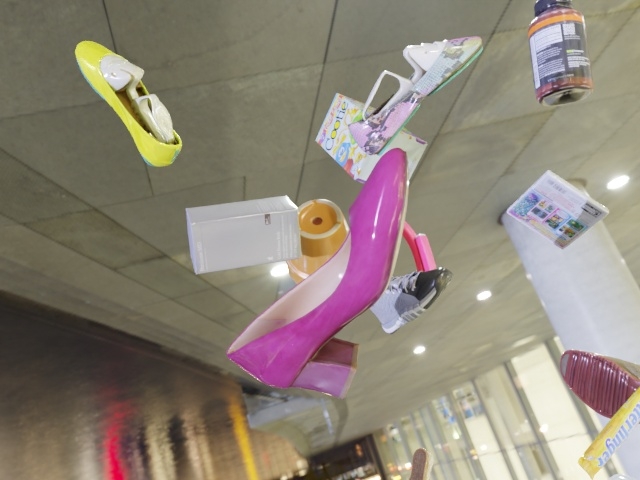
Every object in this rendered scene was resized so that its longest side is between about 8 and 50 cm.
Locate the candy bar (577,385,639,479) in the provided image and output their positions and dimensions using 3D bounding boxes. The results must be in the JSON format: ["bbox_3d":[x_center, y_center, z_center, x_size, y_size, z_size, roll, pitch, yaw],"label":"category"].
[{"bbox_3d":[0.411,0.254,0.807,0.161,0.040,0.018,-47,-164,-4],"label":"candy bar"}]

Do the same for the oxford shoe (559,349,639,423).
[{"bbox_3d":[0.677,0.322,1.256,0.130,0.123,0.348,-4,-164,-30],"label":"oxford shoe"}]

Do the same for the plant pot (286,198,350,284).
[{"bbox_3d":[0.000,0.000,1.542,0.205,0.205,0.188,-17,143,-6],"label":"plant pot"}]

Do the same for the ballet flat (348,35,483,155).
[{"bbox_3d":[0.125,-0.217,0.826,0.221,0.079,0.077,-45,-167,12],"label":"ballet flat"}]

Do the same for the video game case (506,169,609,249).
[{"bbox_3d":[0.516,-0.064,1.295,0.019,0.157,0.143,-58,-178,-42],"label":"video game case"}]

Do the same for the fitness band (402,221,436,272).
[{"bbox_3d":[0.193,0.047,1.499,0.208,0.291,0.054,9,143,-28],"label":"fitness band"}]

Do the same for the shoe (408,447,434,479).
[{"bbox_3d":[0.292,0.737,1.767,0.076,0.219,0.058,1,151,44],"label":"shoe"}]

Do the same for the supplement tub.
[{"bbox_3d":[0.460,-0.368,1.141,0.105,0.198,0.106,-3,171,0],"label":"supplement tub"}]

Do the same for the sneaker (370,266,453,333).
[{"bbox_3d":[0.137,0.085,1.096,0.086,0.132,0.229,-43,174,-37],"label":"sneaker"}]

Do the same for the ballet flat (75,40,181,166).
[{"bbox_3d":[-0.292,-0.225,0.929,0.077,0.231,0.077,-24,-169,44],"label":"ballet flat"}]

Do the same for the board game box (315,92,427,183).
[{"bbox_3d":[0.117,-0.245,1.473,0.142,0.275,0.144,15,111,-28],"label":"board game box"}]

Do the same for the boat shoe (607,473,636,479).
[{"bbox_3d":[0.774,0.644,1.342,0.109,0.091,0.305,-43,-169,-2],"label":"boat shoe"}]

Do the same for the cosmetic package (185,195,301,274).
[{"bbox_3d":[-0.172,-0.015,1.309,0.237,0.107,0.127,-12,116,-17],"label":"cosmetic package"}]

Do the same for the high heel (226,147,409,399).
[{"bbox_3d":[-0.008,0.044,0.771,0.181,0.127,0.378,16,111,0],"label":"high heel"}]
